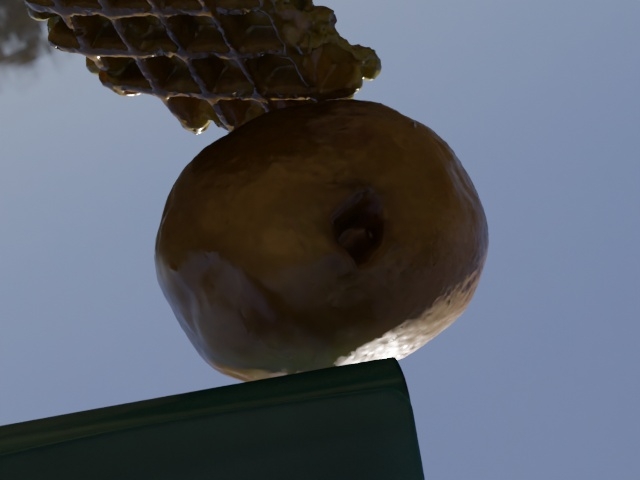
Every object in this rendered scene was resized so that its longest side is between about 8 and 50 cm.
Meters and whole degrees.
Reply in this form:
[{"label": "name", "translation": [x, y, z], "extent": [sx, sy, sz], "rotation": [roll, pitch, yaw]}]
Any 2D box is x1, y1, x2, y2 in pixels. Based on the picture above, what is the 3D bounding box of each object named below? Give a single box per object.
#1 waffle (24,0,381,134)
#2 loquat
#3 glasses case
[{"label": "waffle", "translation": [-0.093, -0.168, 1.237], "extent": [0.281, 0.301, 0.058], "rotation": [18, -119, 11]}, {"label": "loquat", "translation": [0.000, 0.000, 1.196], "extent": [0.238, 0.193, 0.238], "rotation": [-30, 175, -3]}, {"label": "glasses case", "translation": [-0.089, 0.155, 1.065], "extent": [0.301, 0.117, 0.070], "rotation": [-10, -172, -5]}]
